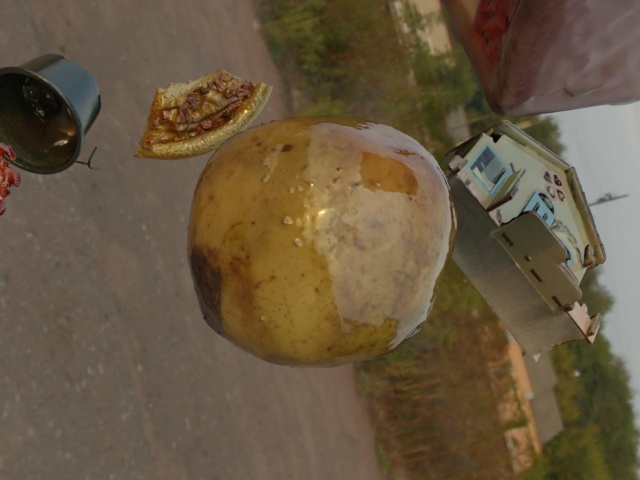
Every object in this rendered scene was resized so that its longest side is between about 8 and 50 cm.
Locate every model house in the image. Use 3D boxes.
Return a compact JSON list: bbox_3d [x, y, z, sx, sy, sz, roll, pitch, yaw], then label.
[{"bbox_3d":[0.310,-0.025,1.322,0.326,0.169,0.244,51,41,-7],"label":"model house"}]

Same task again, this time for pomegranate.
[{"bbox_3d":[0.000,0.000,0.906,0.281,0.281,0.281,-15,90,-81],"label":"pomegranate"}]

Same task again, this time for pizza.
[{"bbox_3d":[-0.210,-0.222,1.574,0.056,0.271,0.134,-133,-153,-68],"label":"pizza"}]

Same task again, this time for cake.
[{"bbox_3d":[0.234,-0.279,0.692,0.309,0.230,0.237,106,-33,-52],"label":"cake"}]

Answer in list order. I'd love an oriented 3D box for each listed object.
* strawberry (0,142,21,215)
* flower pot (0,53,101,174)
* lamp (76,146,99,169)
[{"bbox_3d":[-0.420,-0.068,1.003,0.145,0.086,0.145,19,65,-50],"label":"strawberry"},{"bbox_3d":[-0.374,-0.182,1.222,0.107,0.157,0.157,-62,139,-53],"label":"flower pot"},{"bbox_3d":[-0.420,-0.136,1.439,0.054,0.121,0.041,-64,161,-72],"label":"lamp"}]
